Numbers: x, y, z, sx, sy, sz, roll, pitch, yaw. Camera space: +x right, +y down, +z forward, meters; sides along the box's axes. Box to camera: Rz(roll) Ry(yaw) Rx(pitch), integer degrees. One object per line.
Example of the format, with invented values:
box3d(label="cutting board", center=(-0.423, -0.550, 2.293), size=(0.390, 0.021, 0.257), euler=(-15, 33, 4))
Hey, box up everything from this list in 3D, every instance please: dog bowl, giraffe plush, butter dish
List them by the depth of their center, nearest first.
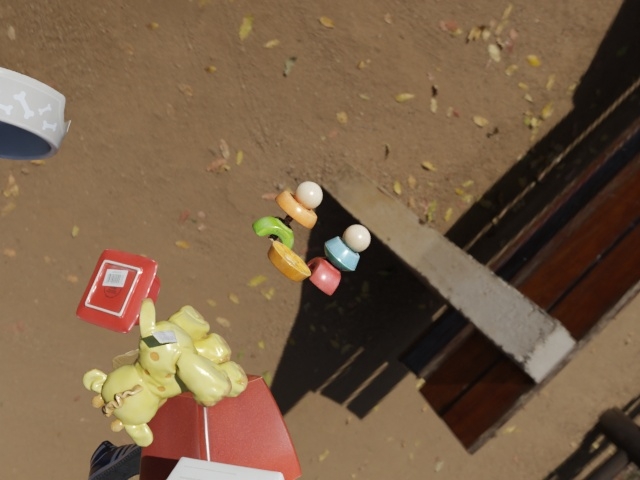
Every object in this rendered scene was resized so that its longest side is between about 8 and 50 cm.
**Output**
box3d(label="giraffe plush", center=(-0.239, 0.205, 0.992), size=(0.170, 0.181, 0.210), euler=(-44, 149, 8))
box3d(label="butter dish", center=(-0.395, 0.114, 1.397), size=(0.118, 0.160, 0.159), euler=(43, 62, -57))
box3d(label="dog bowl", center=(-0.721, -0.269, 1.463), size=(0.349, 0.349, 0.102), euler=(15, 75, -36))

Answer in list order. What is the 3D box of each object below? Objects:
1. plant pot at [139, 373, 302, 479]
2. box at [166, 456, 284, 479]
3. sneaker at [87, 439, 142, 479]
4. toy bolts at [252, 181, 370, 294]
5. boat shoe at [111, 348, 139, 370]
box3d(label="plant pot", center=(-0.234, 0.429, 1.496), size=(0.267, 0.268, 0.235), euler=(-10, 95, -47))
box3d(label="box", center=(-0.204, 0.555, 1.108), size=(0.345, 0.215, 0.168), euler=(-55, 139, -52))
box3d(label="sneaker", center=(-0.589, 0.660, 2.085), size=(0.282, 0.153, 0.099), euler=(-28, 114, -8))
box3d(label="toy bolts", center=(0.000, 0.000, 1.418), size=(0.229, 0.218, 0.158), euler=(38, 101, -25))
box3d(label="boat shoe", center=(-0.476, 0.315, 1.821), size=(0.170, 0.059, 0.062), euler=(-8, 97, 14))
